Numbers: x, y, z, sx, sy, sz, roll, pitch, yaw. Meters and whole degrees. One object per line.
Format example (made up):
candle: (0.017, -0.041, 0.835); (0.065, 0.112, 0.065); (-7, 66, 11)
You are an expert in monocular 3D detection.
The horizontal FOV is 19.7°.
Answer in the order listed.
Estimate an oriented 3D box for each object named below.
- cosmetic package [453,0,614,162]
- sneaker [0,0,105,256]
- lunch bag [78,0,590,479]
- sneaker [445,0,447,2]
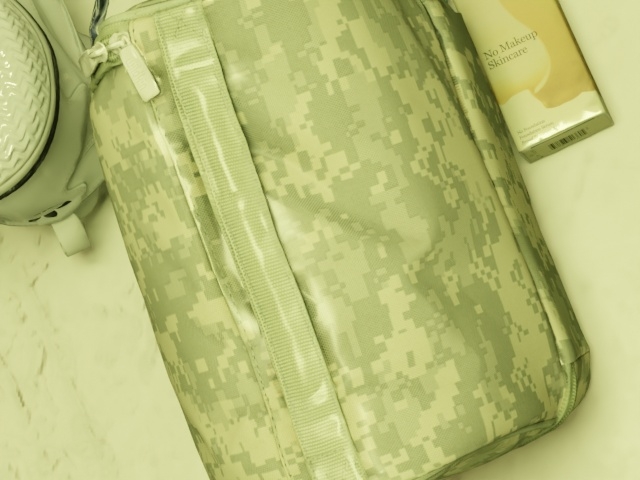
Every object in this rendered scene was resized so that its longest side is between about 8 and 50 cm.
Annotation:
cosmetic package: (0.128, -0.112, 1.122); (0.060, 0.041, 0.115); (-26, 75, 11)
sneaker: (-0.230, -0.157, 1.148); (0.137, 0.210, 0.366); (-24, 68, 6)
lunch bag: (0.000, 0.000, 1.007); (0.212, 0.256, 0.305); (-20, 87, 14)
sneaker: (0.002, -0.129, 1.161); (0.166, 0.065, 0.076); (-6, 96, 19)
